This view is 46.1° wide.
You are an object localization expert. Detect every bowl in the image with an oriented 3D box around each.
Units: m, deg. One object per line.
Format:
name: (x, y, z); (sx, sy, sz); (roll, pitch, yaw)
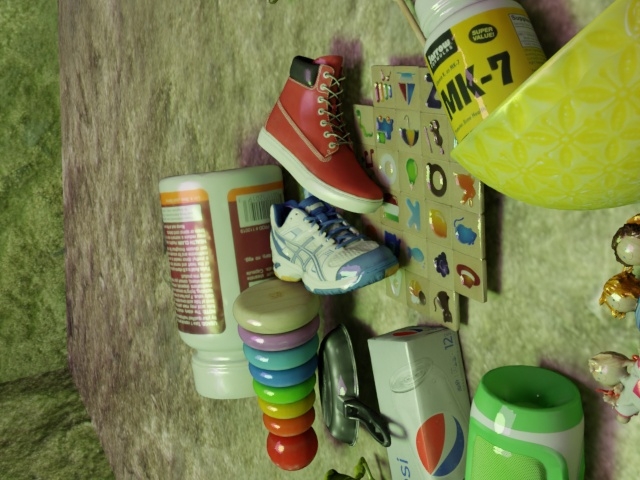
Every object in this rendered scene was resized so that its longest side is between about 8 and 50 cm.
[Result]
bowl: (0.262, -0.110, 0.598); (0.156, 0.289, 0.289); (48, 145, 2)

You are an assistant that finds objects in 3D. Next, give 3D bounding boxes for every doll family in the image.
doll family: (0.329, 0.065, 0.681); (0.163, 0.118, 0.263); (39, 150, 40)

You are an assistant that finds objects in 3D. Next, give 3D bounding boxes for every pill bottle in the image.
pill bottle: (-0.156, 0.068, 1.360); (0.224, 0.224, 0.392); (4, 102, 59)
pill bottle: (0.183, -0.182, 0.814); (0.119, 0.119, 0.209); (-41, 64, 56)

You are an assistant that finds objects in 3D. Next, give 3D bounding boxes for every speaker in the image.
speaker: (0.231, 0.303, 0.878); (0.131, 0.131, 0.297); (26, 121, 54)

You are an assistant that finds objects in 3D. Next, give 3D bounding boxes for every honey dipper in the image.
honey dipper: (0.130, -0.264, 0.966); (0.030, 0.030, 0.161); (-52, 54, 52)

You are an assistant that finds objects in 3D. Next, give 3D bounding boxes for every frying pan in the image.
frying pan: (0.041, 0.266, 1.165); (0.326, 0.053, 0.197); (-108, 17, -59)

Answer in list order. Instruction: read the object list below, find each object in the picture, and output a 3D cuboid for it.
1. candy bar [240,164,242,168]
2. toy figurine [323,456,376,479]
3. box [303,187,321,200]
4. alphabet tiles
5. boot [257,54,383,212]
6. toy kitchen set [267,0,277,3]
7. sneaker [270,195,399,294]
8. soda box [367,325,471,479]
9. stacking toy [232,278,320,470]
candy bar: (-0.182, -0.101, 1.551); (0.161, 0.018, 0.040); (-41, 64, 55)
toy figurine: (0.154, 0.499, 1.109); (0.217, 0.191, 0.363); (-15, 84, 31)
box: (-0.003, -0.151, 1.209); (0.109, 0.042, 0.178); (-18, 85, 60)
alphabet tiles: (0.128, -0.062, 1.017); (0.285, 0.011, 0.343); (24, 123, 59)
boot: (0.021, -0.164, 1.089); (0.244, 0.088, 0.176); (42, 118, 30)
toy kitchen set: (-0.050, -0.422, 1.217); (0.083, 0.075, 0.068); (-47, -44, -78)
sneaker: (0.000, 0.000, 1.142); (0.296, 0.111, 0.131); (7, 111, 56)
soda box: (0.149, 0.265, 1.036); (0.098, 0.091, 0.286); (-8, 92, 59)
stacking toy: (-0.054, 0.236, 1.245); (0.141, 0.141, 0.330); (29, 132, 53)
